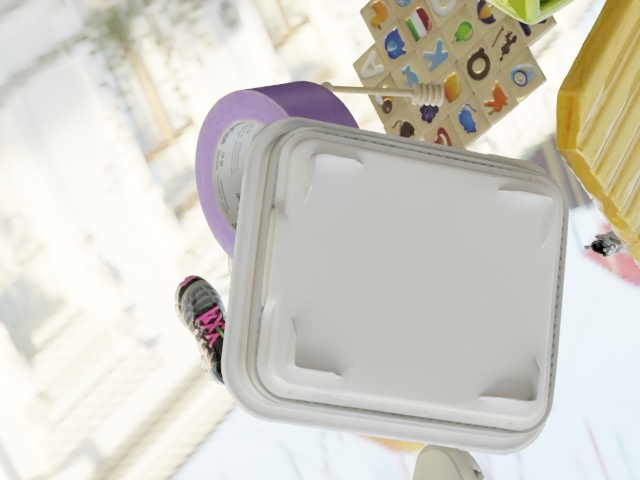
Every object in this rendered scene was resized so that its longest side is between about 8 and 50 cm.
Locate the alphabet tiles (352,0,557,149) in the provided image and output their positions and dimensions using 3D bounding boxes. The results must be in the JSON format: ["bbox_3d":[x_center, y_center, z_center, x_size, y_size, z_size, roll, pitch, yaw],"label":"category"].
[{"bbox_3d":[0.187,-0.284,2.565,0.011,0.285,0.342,-6,153,-47],"label":"alphabet tiles"}]

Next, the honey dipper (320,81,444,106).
[{"bbox_3d":[0.078,-0.191,2.267,0.160,0.030,0.030,2,-161,-12],"label":"honey dipper"}]

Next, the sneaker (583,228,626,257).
[{"bbox_3d":[0.373,-0.001,2.288,0.069,0.038,0.098,-20,-176,4],"label":"sneaker"}]

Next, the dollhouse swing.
[{"bbox_3d":[0.439,-0.158,1.698,0.315,0.347,0.305,-3,-125,33],"label":"dollhouse swing"}]

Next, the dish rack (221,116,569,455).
[{"bbox_3d":[0.085,0.040,1.619,0.332,0.286,0.072,10,170,-19],"label":"dish rack"}]

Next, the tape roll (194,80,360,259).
[{"bbox_3d":[-0.040,-0.065,1.793,0.080,0.189,0.189,-14,-168,-40],"label":"tape roll"}]

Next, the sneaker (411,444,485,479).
[{"bbox_3d":[0.131,0.374,2.046,0.110,0.292,0.118,-10,162,42],"label":"sneaker"}]

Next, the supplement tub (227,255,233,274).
[{"bbox_3d":[0.000,0.000,2.112,0.199,0.144,0.144,16,-158,-8],"label":"supplement tub"}]

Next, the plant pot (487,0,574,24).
[{"bbox_3d":[0.231,-0.414,2.018,0.207,0.227,0.228,28,-132,33],"label":"plant pot"}]

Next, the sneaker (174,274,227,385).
[{"bbox_3d":[-0.131,0.120,2.253,0.063,0.170,0.075,-31,-151,-22],"label":"sneaker"}]
